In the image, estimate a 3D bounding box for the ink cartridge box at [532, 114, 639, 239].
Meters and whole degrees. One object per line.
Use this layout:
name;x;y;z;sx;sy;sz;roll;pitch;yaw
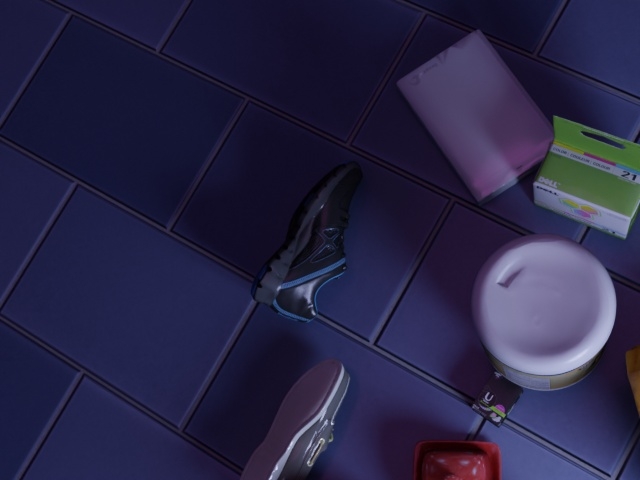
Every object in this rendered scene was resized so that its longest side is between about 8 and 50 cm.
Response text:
ink cartridge box;0.481;-0.110;1.732;0.188;0.255;0.097;23;81;19

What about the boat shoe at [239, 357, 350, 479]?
boat shoe;-0.034;0.363;1.812;0.305;0.091;0.109;-57;34;-8

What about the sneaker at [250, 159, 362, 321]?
sneaker;0.000;0.000;1.910;0.139;0.125;0.341;33;81;-8

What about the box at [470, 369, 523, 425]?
box;0.322;0.289;1.767;0.062;0.052;0.083;34;84;18

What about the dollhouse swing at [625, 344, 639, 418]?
dollhouse swing;0.667;0.303;1.549;0.315;0.305;0.347;-13;71;10

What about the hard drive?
hard drive;0.315;-0.247;1.925;0.203;0.040;0.308;-33;71;3

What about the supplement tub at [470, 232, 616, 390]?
supplement tub;0.379;0.133;1.656;0.228;0.316;0.229;-4;74;13

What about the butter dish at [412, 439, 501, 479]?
butter dish;0.236;0.431;1.713;0.160;0.118;0.160;-1;74;14
